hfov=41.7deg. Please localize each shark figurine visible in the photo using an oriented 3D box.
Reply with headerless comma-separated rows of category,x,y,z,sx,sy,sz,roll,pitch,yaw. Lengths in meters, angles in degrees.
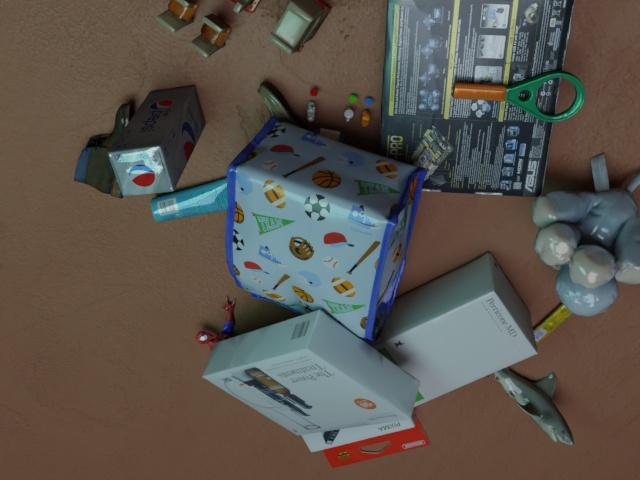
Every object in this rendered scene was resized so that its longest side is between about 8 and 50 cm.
shark figurine,0.476,0.328,1.910,0.116,0.166,0.278,-44,91,1

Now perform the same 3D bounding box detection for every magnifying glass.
magnifying glass,0.349,-0.258,1.477,0.231,0.026,0.092,2,122,-2

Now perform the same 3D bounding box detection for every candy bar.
candy bar,0.504,0.181,1.842,0.040,0.018,0.161,34,120,-11

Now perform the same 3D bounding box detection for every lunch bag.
lunch bag,0.000,0.000,1.610,0.328,0.239,0.385,20,132,15

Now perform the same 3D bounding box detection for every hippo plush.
hippo plush,0.506,0.013,1.639,0.235,0.294,0.236,11,146,3

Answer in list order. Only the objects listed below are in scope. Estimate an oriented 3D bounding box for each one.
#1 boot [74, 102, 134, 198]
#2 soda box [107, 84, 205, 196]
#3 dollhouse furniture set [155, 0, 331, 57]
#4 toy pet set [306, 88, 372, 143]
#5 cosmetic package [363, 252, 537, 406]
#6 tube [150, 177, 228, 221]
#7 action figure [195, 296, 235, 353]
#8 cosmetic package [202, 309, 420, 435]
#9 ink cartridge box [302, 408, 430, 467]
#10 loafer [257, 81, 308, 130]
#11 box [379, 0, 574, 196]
boot,-0.434,-0.185,1.682,0.106,0.082,0.219,14,124,-5
soda box,-0.292,-0.189,1.543,0.098,0.286,0.091,-7,120,9
dollhouse furniture set,-0.119,-0.444,1.483,0.259,0.135,0.262,36,119,-3
toy pet set,0.029,-0.225,1.633,0.122,0.065,0.114,10,87,-3
cosmetic package,0.254,0.207,1.807,0.366,0.155,0.197,-29,113,23
tube,-0.247,-0.085,1.747,0.207,0.052,0.080,-11,125,7
action figure,-0.142,0.225,1.901,0.281,0.091,0.139,11,129,-2
cosmetic package,-0.027,0.288,1.745,0.284,0.097,0.377,35,145,-25
ink cartridge box,0.100,0.463,2.040,0.275,0.060,0.238,-18,117,17
loafer,-0.079,-0.239,1.624,0.050,0.056,0.148,-31,114,16
box,0.271,-0.274,1.541,0.319,0.097,0.394,1,122,3
